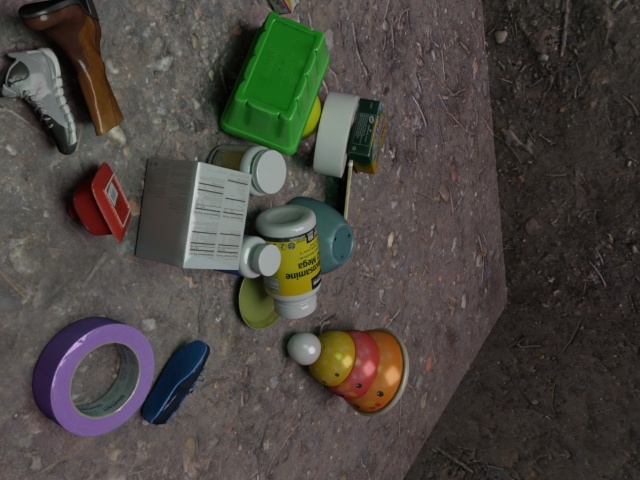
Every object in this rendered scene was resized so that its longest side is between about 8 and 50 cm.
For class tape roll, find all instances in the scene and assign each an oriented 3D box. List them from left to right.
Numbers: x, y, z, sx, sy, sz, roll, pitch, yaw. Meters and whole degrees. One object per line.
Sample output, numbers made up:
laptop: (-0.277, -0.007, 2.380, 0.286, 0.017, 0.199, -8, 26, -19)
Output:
tape roll: (-0.549, 0.331, 1.364, 0.275, 0.090, 0.274, -14, 108, -51)
tape roll: (0.052, -0.362, 1.889, 0.286, 0.100, 0.286, 12, 90, -86)

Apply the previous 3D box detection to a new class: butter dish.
butter dish: (-0.526, -0.079, 1.292, 0.160, 0.118, 0.160, -103, 179, -59)

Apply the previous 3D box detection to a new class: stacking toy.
stacking toy: (0.065, 0.455, 2.099, 0.480, 0.350, 0.350, 23, 78, -33)

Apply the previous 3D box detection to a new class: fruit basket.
fruit basket: (-0.119, -0.441, 1.689, 0.392, 0.283, 0.392, -159, -90, -85)

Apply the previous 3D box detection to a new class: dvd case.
dvd case: (0.088, -0.186, 2.061, 0.018, 0.164, 0.221, 5, 95, -8)

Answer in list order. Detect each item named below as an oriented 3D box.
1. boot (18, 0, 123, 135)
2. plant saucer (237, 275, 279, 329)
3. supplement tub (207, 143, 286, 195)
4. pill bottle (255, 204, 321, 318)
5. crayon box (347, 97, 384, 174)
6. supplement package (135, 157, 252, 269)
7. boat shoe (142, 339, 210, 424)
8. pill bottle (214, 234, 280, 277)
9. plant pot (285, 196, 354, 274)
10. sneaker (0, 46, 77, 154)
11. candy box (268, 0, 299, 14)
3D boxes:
boot: (-0.521, -0.362, 1.185, 0.264, 0.096, 0.280, -106, -172, -67)
plant saucer: (-0.194, 0.173, 1.842, 0.241, 0.037, 0.241, -15, 109, -50)
supplement tub: (-0.213, -0.203, 1.599, 0.144, 0.200, 0.144, -15, 110, -50)
pill bottle: (-0.094, 0.071, 1.748, 0.188, 0.188, 0.334, -35, 130, -44)
crayon box: (0.180, -0.374, 2.073, 0.323, 0.083, 0.203, 35, 67, -79)
supplement package: (-0.334, -0.068, 1.468, 0.198, 0.199, 0.262, 6, 92, -54)
boat shoe: (-0.404, 0.401, 1.582, 0.258, 0.109, 0.089, -50, 143, -11)
pill bottle: (-0.227, 0.043, 1.615, 0.124, 0.221, 0.124, -16, 111, -50)
plant pot: (0.000, 0.000, 1.930, 0.290, 0.195, 0.290, -15, 110, -50)
sneaker: (-0.608, -0.287, 1.170, 0.132, 0.086, 0.228, -21, 104, -44)
candy box: (-0.099, -0.843, 1.718, 0.159, 0.071, 0.233, 50, 59, -46)
